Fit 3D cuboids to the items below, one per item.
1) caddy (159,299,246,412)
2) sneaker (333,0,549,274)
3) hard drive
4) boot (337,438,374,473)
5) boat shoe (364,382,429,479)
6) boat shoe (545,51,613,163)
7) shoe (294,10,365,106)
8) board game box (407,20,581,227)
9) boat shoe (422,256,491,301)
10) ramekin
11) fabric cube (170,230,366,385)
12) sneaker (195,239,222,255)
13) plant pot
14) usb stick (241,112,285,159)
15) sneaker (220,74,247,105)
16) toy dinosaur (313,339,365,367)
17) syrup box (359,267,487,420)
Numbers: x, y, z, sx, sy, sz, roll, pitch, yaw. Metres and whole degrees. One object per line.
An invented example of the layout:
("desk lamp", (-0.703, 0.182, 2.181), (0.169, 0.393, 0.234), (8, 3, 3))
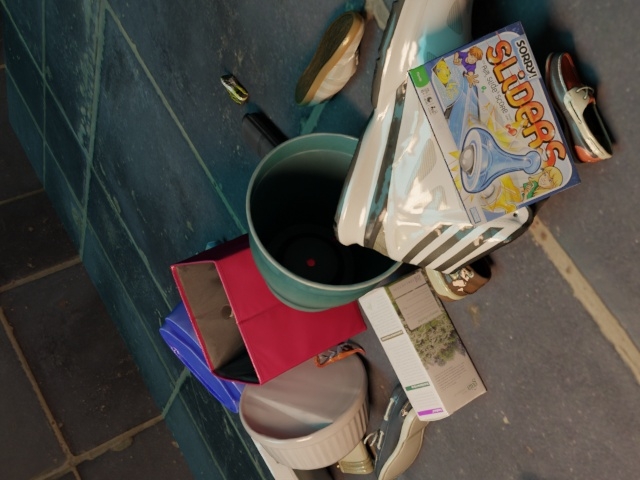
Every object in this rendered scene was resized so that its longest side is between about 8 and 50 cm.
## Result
("caddy", (-0.213, 0.237, 1.722), (0.341, 0.179, 0.241), (47, 154, 1))
("sneaker", (0.195, -0.159, 0.958), (0.257, 0.169, 0.447), (21, 116, 12))
("hard drive", (-0.068, 0.503, 1.736), (0.233, 0.047, 0.353), (56, 180, 19))
("boot", (0.034, 0.436, 1.677), (0.213, 0.077, 0.165), (2, 115, 59))
("boat shoe", (0.144, 0.379, 1.431), (0.079, 0.095, 0.254), (43, 142, 33))
("boat shoe", (0.298, -0.154, 0.849), (0.043, 0.049, 0.137), (-6, 108, 56))
("shoe", (0.024, -0.291, 1.203), (0.219, 0.058, 0.076), (136, 139, -55))
("board game box", (0.203, -0.133, 0.861), (0.035, 0.136, 0.201), (-78, -36, -77))
("boat shoe", (0.177, -0.039, 1.104), (0.095, 0.095, 0.257), (-29, 91, 47))
("ramekin", (-0.022, 0.348, 1.523), (0.273, 0.273, 0.127), (27, 144, 49))
("fabric cube", (-0.109, 0.116, 1.495), (0.254, 0.258, 0.259), (-8, 103, 59))
("sneaker", (-0.294, 0.074, 1.956), (0.229, 0.087, 0.092), (-40, 68, 53))
("plant pot", (0.000, 0.000, 1.248), (0.271, 0.272, 0.255), (57, 159, 16))
("usb stick", (-0.072, -0.151, 1.458), (0.278, 0.045, 0.077), (49, 145, 28))
("sneaker", (-0.184, -0.313, 1.541), (0.083, 0.031, 0.035), (51, 148, 25))
("toy dinosaur", (0.029, 0.233, 1.505), (0.090, 0.082, 0.047), (17, 142, 39))
("syrup box", (0.170, 0.176, 1.245), (0.237, 0.093, 0.096), (64, 150, 5))
